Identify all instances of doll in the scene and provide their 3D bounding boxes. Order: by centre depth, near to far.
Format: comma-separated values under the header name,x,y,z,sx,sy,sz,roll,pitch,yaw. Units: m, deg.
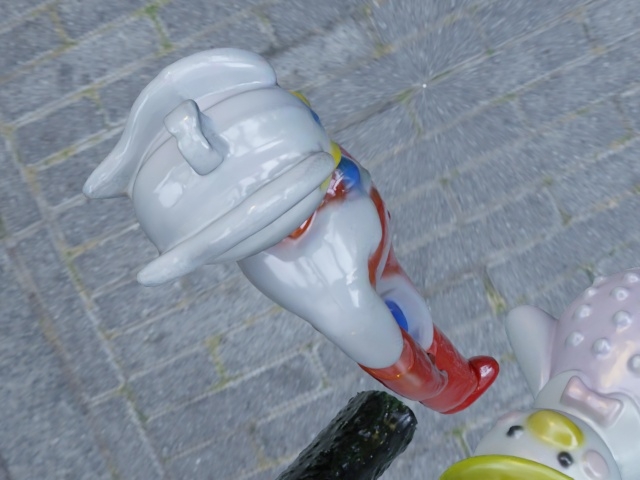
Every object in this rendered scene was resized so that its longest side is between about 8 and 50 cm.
name,x,y,z,sx,sy,sz,roll,pitch,yaw
doll,0.118,0.071,0.543,0.129,0.207,0.081,29,144,32
doll,0.000,0.000,0.690,0.099,0.384,0.188,-39,70,8

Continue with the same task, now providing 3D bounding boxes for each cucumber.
name,x,y,z,sx,sy,sz,roll,pitch,yaw
cucumber,-0.012,0.173,0.857,0.058,0.214,0.052,-32,96,44
